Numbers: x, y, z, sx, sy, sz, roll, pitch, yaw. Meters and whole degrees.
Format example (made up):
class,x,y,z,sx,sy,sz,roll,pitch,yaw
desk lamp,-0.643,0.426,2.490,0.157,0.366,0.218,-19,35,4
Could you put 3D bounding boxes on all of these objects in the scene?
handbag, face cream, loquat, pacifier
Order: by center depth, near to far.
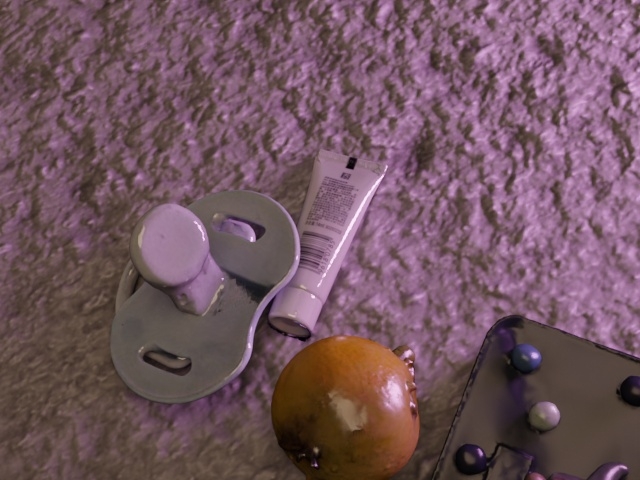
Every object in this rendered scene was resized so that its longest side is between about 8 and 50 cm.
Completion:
class,x,y,z,sx,sy,sz,roll,pitch,yaw
handbag,0.299,0.251,1.508,0.325,0.118,0.269,18,72,12
loquat,0.037,0.185,1.531,0.172,0.149,0.204,42,63,18
pacifier,-0.162,0.039,1.570,0.227,0.207,0.279,18,70,28
face cream,0.000,0.000,1.654,0.092,0.058,0.244,14,65,15
